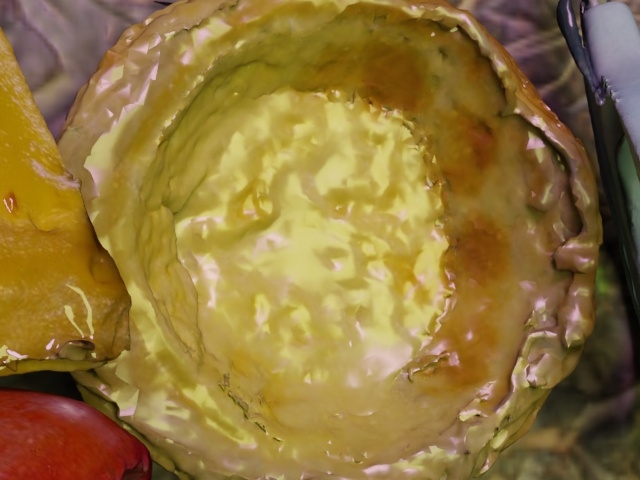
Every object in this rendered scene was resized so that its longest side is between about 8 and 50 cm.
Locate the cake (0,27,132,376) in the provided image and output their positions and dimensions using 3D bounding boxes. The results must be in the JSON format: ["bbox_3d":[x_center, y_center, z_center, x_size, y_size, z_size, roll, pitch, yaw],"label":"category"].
[{"bbox_3d":[-0.141,-0.025,0.461,0.116,0.080,0.184,-8,64,-47],"label":"cake"}]

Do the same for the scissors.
[{"bbox_3d":[0.105,-0.094,0.590,0.029,0.191,0.360,-15,71,7],"label":"scissors"}]

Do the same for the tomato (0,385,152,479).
[{"bbox_3d":[-0.141,0.111,0.444,0.099,0.173,0.189,40,72,7],"label":"tomato"}]

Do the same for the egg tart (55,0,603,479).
[{"bbox_3d":[0.000,0.001,0.547,0.213,0.090,0.212,3,80,-19],"label":"egg tart"}]
